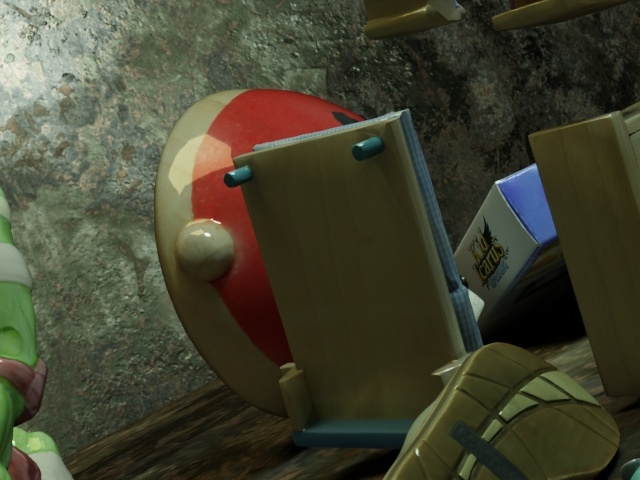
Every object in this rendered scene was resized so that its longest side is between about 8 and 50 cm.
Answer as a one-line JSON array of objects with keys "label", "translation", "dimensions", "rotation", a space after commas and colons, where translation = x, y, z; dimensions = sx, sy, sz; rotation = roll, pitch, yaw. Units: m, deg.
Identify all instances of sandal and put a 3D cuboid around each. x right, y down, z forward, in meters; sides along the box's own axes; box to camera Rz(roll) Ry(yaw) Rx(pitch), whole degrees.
[{"label": "sandal", "translation": [0.063, 0.095, 0.450], "dimensions": [0.180, 0.072, 0.049], "rotation": [-32, -17, -53]}]

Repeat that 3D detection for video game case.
[{"label": "video game case", "translation": [0.231, -0.025, 0.910], "dimensions": [0.270, 0.061, 0.244], "rotation": [-26, -18, -18]}]

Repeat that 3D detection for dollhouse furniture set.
[{"label": "dollhouse furniture set", "translation": [0.091, -0.046, 0.679], "dimensions": [0.303, 0.286, 0.198], "rotation": [-11, 10, 43]}]

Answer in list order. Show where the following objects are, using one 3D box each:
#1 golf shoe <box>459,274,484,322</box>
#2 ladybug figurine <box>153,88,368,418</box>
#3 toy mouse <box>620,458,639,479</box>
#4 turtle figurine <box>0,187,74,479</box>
[{"label": "golf shoe", "translation": [0.066, 0.028, 0.801], "dimensions": [0.094, 0.198, 0.077], "rotation": [-8, 35, 14]}, {"label": "ladybug figurine", "translation": [0.000, 0.000, 1.013], "dimensions": [0.162, 0.305, 0.449], "rotation": [-16, 0, 18]}, {"label": "toy mouse", "translation": [0.140, 0.067, 0.337], "dimensions": [0.143, 0.031, 0.161], "rotation": [-26, -1, -39]}, {"label": "turtle figurine", "translation": [-0.178, 0.070, 0.366], "dimensions": [0.275, 0.197, 0.266], "rotation": [15, -23, 0]}]
